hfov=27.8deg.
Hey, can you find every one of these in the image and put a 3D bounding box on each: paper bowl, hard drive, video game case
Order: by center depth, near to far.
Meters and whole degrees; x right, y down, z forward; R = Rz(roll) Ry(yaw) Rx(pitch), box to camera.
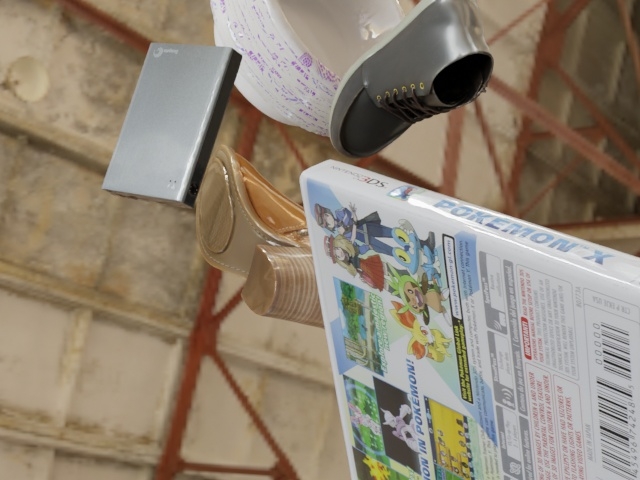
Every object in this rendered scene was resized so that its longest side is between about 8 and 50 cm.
[{"bbox_3d":[0.113,0.131,0.824,0.036,0.300,0.329,-27,-59,-31],"label":"video game case"},{"bbox_3d":[-0.123,-0.097,1.070,0.022,0.094,0.135,30,-106,-51],"label":"hard drive"},{"bbox_3d":[-0.021,-0.261,1.655,0.284,0.148,0.284,30,-137,-33],"label":"paper bowl"}]

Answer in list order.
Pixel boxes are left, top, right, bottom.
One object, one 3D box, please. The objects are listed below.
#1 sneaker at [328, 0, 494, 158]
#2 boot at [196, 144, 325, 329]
[{"bbox_3d":[0.085,-0.146,1.313,0.083,0.222,0.118,23,-146,-25],"label":"sneaker"},{"bbox_3d":[0.000,0.000,1.376,0.220,0.283,0.109,8,-66,-31],"label":"boot"}]
